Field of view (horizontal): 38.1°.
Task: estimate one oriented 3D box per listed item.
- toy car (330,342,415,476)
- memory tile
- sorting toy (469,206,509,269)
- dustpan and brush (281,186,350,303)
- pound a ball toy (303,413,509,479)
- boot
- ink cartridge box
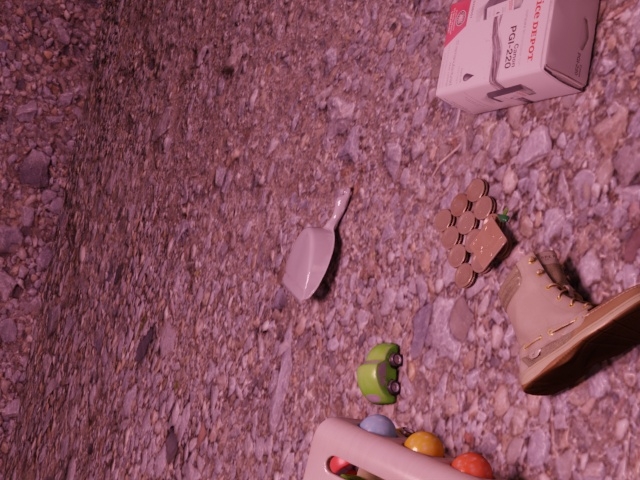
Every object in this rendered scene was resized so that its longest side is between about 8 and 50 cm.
[{"bbox_3d":[0.079,0.262,1.409,0.239,0.053,0.225,-19,60,51],"label":"toy car"},{"bbox_3d":[0.223,-0.012,1.365,0.113,0.012,0.148,-47,40,33],"label":"memory tile"},{"bbox_3d":[0.245,-0.006,1.305,0.083,0.012,0.062,-56,31,28],"label":"sorting toy"},{"bbox_3d":[0.000,0.000,1.658,0.147,0.060,0.211,-141,65,-68],"label":"dustpan and brush"},{"bbox_3d":[0.113,0.310,1.155,0.319,0.208,0.136,13,87,44],"label":"pound a ball toy"},{"bbox_3d":[0.310,0.074,1.141,0.213,0.077,0.165,-47,39,38],"label":"boot"},{"bbox_3d":[0.280,-0.282,1.338,0.218,0.092,0.159,-3,72,53],"label":"ink cartridge box"}]
